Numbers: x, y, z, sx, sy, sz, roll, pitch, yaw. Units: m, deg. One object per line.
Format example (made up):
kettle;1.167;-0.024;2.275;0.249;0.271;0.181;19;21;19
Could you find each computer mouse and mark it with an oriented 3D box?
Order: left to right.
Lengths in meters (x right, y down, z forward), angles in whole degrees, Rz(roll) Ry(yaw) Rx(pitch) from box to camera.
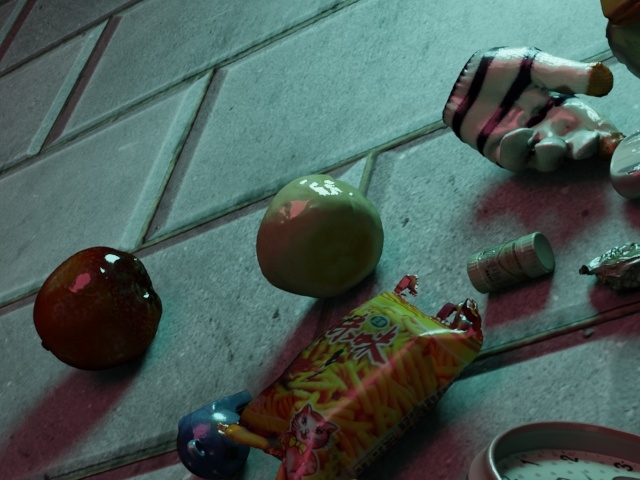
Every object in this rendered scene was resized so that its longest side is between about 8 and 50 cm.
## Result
computer mouse;0.338;-0.077;1.498;0.066;0.039;0.096;-22;27;31

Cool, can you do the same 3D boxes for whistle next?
whistle;-0.113;0.223;1.612;0.090;0.090;0.158;-32;-9;18

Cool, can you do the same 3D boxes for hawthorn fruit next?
hawthorn fruit;-0.309;0.099;1.922;0.188;0.169;0.169;-31;30;16

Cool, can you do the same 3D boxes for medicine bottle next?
medicine bottle;0.201;0.024;1.516;0.083;0.047;0.047;-21;35;33

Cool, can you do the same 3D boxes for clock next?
clock;0.228;0.209;1.076;0.244;0.244;0.056;-130;50;-61

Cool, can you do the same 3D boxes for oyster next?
oyster;0.308;0.024;1.414;0.098;0.037;0.100;-21;9;0

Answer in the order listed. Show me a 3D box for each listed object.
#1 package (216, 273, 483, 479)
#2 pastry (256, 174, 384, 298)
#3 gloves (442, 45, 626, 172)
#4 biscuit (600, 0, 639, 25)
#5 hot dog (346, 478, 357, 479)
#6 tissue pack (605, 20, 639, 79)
package;0.036;0.155;1.487;0.288;0.108;0.223;-38;23;-8
pastry;0.000;0.000;1.690;0.156;0.156;0.092;-40;35;2
gloves;0.250;-0.134;1.619;0.218;0.131;0.140;32;71;29
biscuit;0.336;-0.255;1.337;0.192;0.036;0.186;-14;46;47
hot dog;0.007;0.333;1.291;0.131;0.069;0.253;6;54;29
tissue pack;0.525;-0.246;1.324;0.332;0.205;0.405;-53;31;-10
